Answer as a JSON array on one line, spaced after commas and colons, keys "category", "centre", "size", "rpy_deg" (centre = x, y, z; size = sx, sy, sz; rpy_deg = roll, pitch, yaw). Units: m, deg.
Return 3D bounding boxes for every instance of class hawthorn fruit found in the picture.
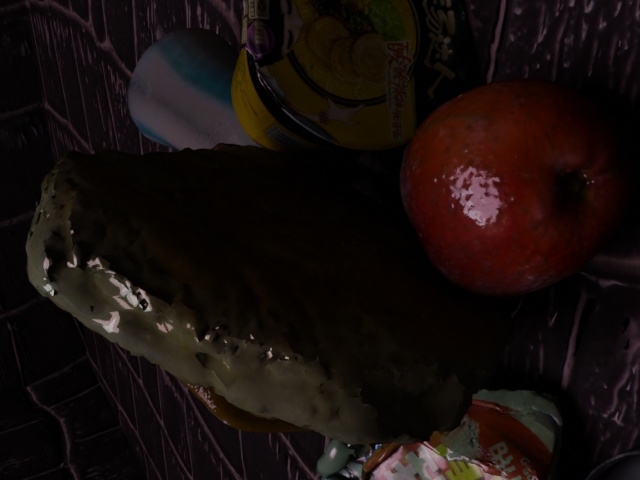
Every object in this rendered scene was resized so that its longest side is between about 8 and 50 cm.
[{"category": "hawthorn fruit", "centre": [0.154, -0.043, 0.585], "size": [0.173, 0.172, 0.173], "rpy_deg": [40, 139, 47]}]

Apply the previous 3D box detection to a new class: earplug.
[{"category": "earplug", "centre": [-0.104, -0.141, 1.015], "size": [0.324, 0.185, 0.185], "rpy_deg": [41, 140, 37]}]

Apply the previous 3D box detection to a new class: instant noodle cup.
[{"category": "instant noodle cup", "centre": [0.003, -0.173, 0.763], "size": [0.236, 0.215, 0.216], "rpy_deg": [-15, 92, 71]}]

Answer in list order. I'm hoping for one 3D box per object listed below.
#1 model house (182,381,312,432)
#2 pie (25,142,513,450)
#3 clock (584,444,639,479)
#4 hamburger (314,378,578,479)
[{"category": "model house", "centre": [-0.077, 0.168, 1.095], "size": [0.239, 0.268, 0.173], "rpy_deg": [124, 144, -55]}, {"category": "pie", "centre": [-0.032, 0.040, 0.671], "size": [0.395, 0.418, 0.180], "rpy_deg": [26, 104, 10]}, {"category": "clock", "centre": [0.327, 0.294, 0.568], "size": [0.312, 0.061, 0.313], "rpy_deg": [40, 139, 47]}, {"category": "hamburger", "centre": [0.140, 0.261, 0.792], "size": [0.276, 0.150, 0.261], "rpy_deg": [-12, 101, 34]}]
